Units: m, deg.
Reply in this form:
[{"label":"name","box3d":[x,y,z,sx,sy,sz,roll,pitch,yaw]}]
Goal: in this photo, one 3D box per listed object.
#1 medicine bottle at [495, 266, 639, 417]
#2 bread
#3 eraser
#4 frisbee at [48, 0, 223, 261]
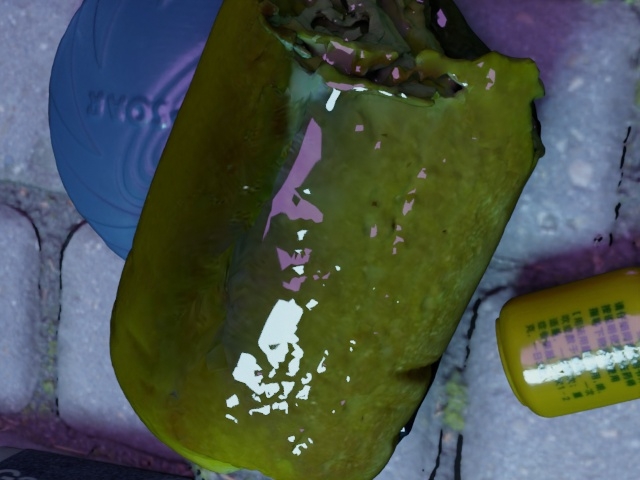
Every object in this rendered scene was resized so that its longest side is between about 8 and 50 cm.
[{"label":"medicine bottle","box3d":[0.255,0.056,0.755,0.261,0.064,0.094,-18,93,24]},{"label":"bread","box3d":[0.000,0.000,0.757,0.251,0.208,0.376,23,110,-6]},{"label":"eraser","box3d":[-0.226,0.232,0.966,0.213,0.092,0.046,4,101,23]},{"label":"frisbee","box3d":[-0.094,-0.101,0.864,0.290,0.049,0.289,2,97,14]}]
